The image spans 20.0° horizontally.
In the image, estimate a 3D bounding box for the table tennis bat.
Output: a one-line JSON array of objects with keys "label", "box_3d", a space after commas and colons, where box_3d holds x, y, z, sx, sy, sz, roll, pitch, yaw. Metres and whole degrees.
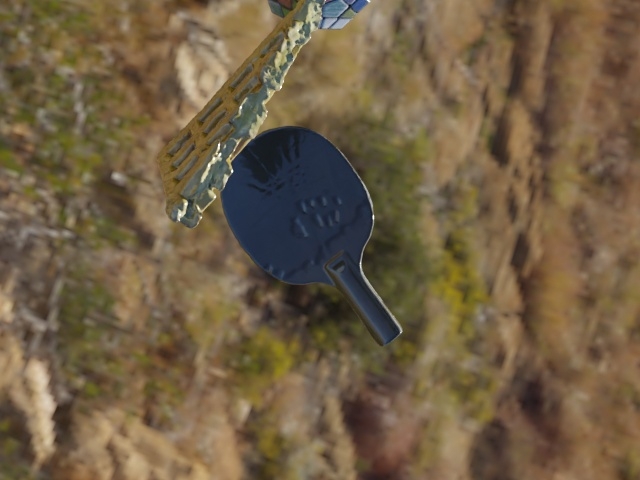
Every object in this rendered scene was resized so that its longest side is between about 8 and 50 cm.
[{"label": "table tennis bat", "box_3d": [0.000, 0.000, 1.729, 0.131, 0.234, 0.022, -35, -179, 3]}]

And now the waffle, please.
[{"label": "waffle", "box_3d": [-0.048, -0.103, 1.337, 0.032, 0.125, 0.191, 38, 103, -20]}]

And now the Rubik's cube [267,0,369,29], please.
[{"label": "Rubik's cube", "box_3d": [-0.002, -0.244, 1.646, 0.111, 0.111, 0.093, -17, 127, -53]}]
